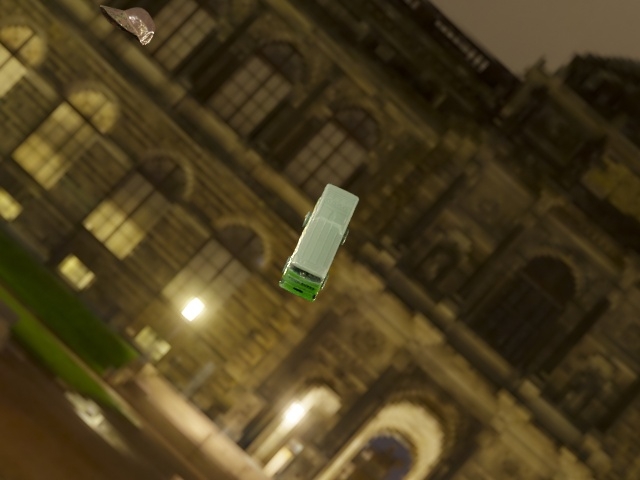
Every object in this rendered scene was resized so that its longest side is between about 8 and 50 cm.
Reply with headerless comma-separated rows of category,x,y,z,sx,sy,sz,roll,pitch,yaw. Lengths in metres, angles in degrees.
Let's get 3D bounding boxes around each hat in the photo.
hat,-0.270,-0.316,1.987,0.087,0.042,0.058,37,-5,-14

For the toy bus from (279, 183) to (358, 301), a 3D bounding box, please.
toy bus,0.000,0.000,0.942,0.031,0.083,0.037,25,-39,0
